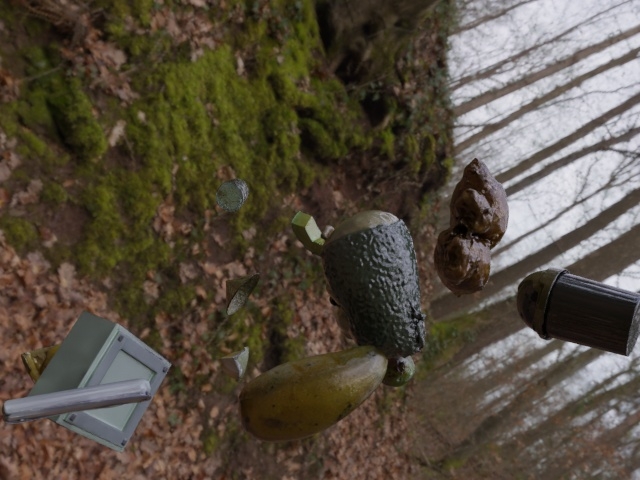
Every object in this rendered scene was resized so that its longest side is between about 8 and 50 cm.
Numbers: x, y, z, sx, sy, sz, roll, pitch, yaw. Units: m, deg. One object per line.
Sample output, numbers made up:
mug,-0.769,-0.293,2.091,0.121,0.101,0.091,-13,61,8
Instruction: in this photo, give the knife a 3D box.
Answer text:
knife,-0.452,0.306,1.167,0.073,0.265,0.040,-51,-130,44

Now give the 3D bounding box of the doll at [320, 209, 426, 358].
doll,0.122,0.109,1.440,0.247,0.247,0.349,167,-98,-81

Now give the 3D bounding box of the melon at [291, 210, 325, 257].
melon,0.000,0.000,1.927,0.209,0.064,0.118,27,-40,30

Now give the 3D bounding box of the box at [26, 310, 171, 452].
box,-0.469,0.310,1.348,0.117,0.225,0.225,13,-26,30

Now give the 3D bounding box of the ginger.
ginger,0.386,-0.029,1.620,0.152,0.357,0.274,17,-1,32

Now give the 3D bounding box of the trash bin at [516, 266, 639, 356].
trash bin,0.715,0.196,1.748,0.334,0.214,0.214,18,-39,36

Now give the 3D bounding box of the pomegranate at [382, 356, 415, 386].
pomegranate,0.278,0.498,2.465,0.220,0.156,0.156,16,-47,58

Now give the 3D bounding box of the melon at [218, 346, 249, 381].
melon,-0.334,0.492,2.452,0.202,0.093,0.139,0,86,-79

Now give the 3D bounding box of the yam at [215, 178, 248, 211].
yam,-0.308,-0.166,2.193,0.183,0.107,0.107,-80,147,-78

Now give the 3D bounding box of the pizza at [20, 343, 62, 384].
pizza,-0.810,0.377,1.873,0.204,0.188,0.080,39,0,5

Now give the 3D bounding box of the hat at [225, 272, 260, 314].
hat,-0.243,0.134,1.755,0.067,0.146,0.146,35,-16,12

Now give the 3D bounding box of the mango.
mango,-0.012,0.323,1.305,0.176,0.329,0.175,-96,169,-49
